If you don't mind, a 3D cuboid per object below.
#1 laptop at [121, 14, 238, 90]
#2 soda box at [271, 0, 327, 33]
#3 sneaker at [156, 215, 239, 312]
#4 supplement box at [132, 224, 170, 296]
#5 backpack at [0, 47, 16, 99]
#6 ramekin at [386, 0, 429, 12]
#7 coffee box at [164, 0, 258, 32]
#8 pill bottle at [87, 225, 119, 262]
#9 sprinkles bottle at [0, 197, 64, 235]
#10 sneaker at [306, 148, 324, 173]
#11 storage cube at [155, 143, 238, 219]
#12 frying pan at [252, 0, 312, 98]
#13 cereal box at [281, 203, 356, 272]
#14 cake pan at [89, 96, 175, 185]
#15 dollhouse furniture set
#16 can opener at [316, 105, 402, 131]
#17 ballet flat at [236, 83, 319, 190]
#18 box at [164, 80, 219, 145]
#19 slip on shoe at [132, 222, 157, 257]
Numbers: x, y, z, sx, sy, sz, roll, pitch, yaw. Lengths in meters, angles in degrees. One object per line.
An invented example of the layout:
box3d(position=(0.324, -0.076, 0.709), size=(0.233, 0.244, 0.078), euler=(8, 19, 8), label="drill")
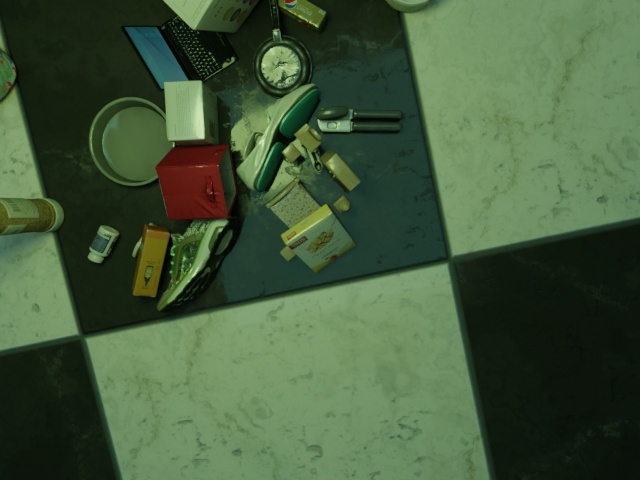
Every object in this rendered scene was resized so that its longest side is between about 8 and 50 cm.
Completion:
box3d(position=(-0.446, -0.635, 1.448), size=(0.264, 0.136, 0.234), euler=(-30, 93, 4), label="laptop")
box3d(position=(-0.070, -0.751, 1.461), size=(0.181, 0.061, 0.058), euler=(30, 96, -1), label="soda box")
box3d(position=(-0.445, 0.055, 1.520), size=(0.182, 0.158, 0.410), euler=(35, 92, 17), label="sneaker")
box3d(position=(-0.576, 0.069, 1.517), size=(0.078, 0.080, 0.233), euler=(10, 100, -32), label="supplement box")
box3d(position=(-1.153, -0.576, 1.463), size=(0.253, 0.191, 0.225), euler=(44, 94, -7), label="backpack")
box3d(position=(0.285, -0.829, 1.418), size=(0.207, 0.109, 0.207), euler=(0, 94, 2), label="ramekin")
box3d(position=(-0.326, -0.850, 1.275), size=(0.338, 0.334, 0.337), euler=(42, 114, -7), label="coffee box")
box3d(position=(-0.750, 0.014, 1.546), size=(0.067, 0.067, 0.120), euler=(29, 95, 0), label="pill bottle")
box3d(position=(-0.963, -0.076, 1.403), size=(0.121, 0.355, 0.121), euler=(0, 94, 3), label="sprinkles bottle")
box3d(position=(-0.016, -0.276, 1.507), size=(0.040, 0.044, 0.109), euler=(-24, 92, 5), label="sneaker")
box3d(position=(-0.384, -0.188, 1.426), size=(0.193, 0.215, 0.183), euler=(-2, 121, 3), label="storage cube")
box3d(position=(-0.110, -0.624, 1.450), size=(0.197, 0.053, 0.326), euler=(15, 110, -3), label="frying pan")
box3d(position=(0.000, 0.000, 1.441), size=(0.173, 0.240, 0.047), euler=(-35, 57, 5), label="cereal box")
box3d(position=(-0.628, -0.331, 1.521), size=(0.293, 0.054, 0.293), euler=(0, 95, 2), label="cake pan")
box3d(position=(-0.068, -0.134, 1.418), size=(0.355, 0.174, 0.303), euler=(-42, 108, 5), label="dollhouse furniture set")
box3d(position=(0.128, -0.395, 1.465), size=(0.283, 0.095, 0.076), euler=(1, 95, 2), label="can opener")
box3d(position=(-0.155, -0.356, 1.474), size=(0.139, 0.139, 0.400), euler=(31, 96, 0), label="ballet flat")
box3d(position=(-0.408, -0.399, 1.443), size=(0.119, 0.181, 0.182), euler=(-2, 95, 2), label="box")
box3d(position=(-0.602, 0.005, 1.552), size=(0.041, 0.051, 0.135), euler=(31, 89, -12), label="slip on shoe")
